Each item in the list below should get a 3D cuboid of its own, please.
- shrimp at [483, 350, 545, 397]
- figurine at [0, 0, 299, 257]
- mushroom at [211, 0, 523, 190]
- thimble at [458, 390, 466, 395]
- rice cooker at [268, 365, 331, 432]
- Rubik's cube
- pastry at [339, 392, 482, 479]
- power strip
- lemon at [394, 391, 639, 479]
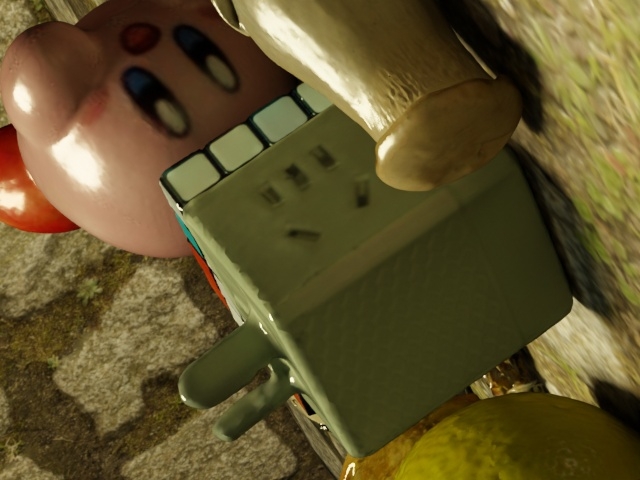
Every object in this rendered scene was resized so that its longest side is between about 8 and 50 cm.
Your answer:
[{"bbox_3d":[0.165,0.139,1.221,0.124,0.034,0.178,43,167,47],"label":"shrimp"},{"bbox_3d":[-0.121,-0.091,1.333,0.211,0.270,0.261,49,161,4],"label":"figurine"},{"bbox_3d":[0.003,-0.128,0.886,0.247,0.096,0.108,47,144,32],"label":"mushroom"},{"bbox_3d":[0.065,0.147,1.555,0.127,0.118,0.151,52,170,28],"label":"thimble"},{"bbox_3d":[0.018,0.075,1.427,0.206,0.145,0.127,-122,11,-55],"label":"rice cooker"},{"bbox_3d":[0.000,0.000,1.205,0.155,0.154,0.151,50,169,35],"label":"Rubik's cube"},{"bbox_3d":[0.107,0.220,1.364,0.188,0.189,0.103,59,180,-26],"label":"pastry"},{"bbox_3d":[0.011,0.027,0.981,0.140,0.224,0.139,48,169,48],"label":"power strip"},{"bbox_3d":[0.137,0.187,1.037,0.184,0.184,0.248,58,173,-16],"label":"lemon"}]
